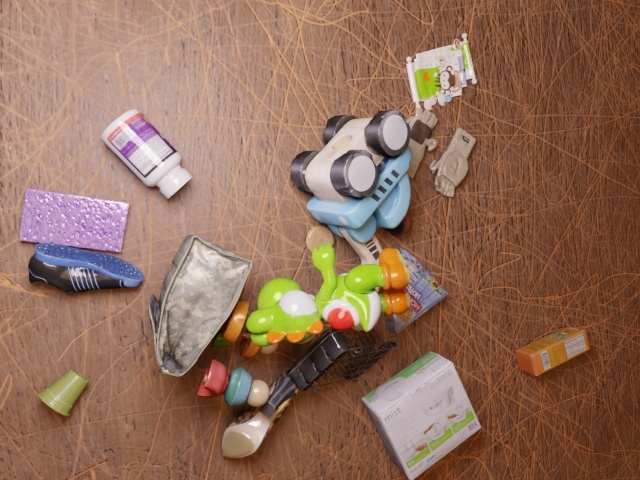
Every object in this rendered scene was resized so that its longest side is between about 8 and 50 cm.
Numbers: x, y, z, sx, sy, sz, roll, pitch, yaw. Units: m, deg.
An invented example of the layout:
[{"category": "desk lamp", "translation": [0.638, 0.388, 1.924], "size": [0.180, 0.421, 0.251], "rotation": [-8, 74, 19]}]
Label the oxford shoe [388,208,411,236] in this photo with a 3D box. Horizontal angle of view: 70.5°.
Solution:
[{"category": "oxford shoe", "translation": [0.207, -0.120, 1.275], "size": [0.076, 0.076, 0.213], "rotation": [-19, 97, -47]}]

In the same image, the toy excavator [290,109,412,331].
[{"category": "toy excavator", "translation": [0.112, -0.044, 1.168], "size": [0.433, 0.222, 0.445], "rotation": [-50, 123, -20]}]

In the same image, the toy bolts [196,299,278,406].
[{"category": "toy bolts", "translation": [-0.167, 0.267, 1.053], "size": [0.158, 0.218, 0.229], "rotation": [22, 56, -15]}]

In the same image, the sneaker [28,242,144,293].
[{"category": "sneaker", "translation": [-0.529, 0.079, 1.027], "size": [0.232, 0.081, 0.091], "rotation": [20, 110, -25]}]

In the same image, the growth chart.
[{"category": "growth chart", "translation": [0.354, -0.485, 1.319], "size": [0.237, 0.021, 0.172], "rotation": [-25, 102, -15]}]

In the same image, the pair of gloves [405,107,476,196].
[{"category": "pair of gloves", "translation": [0.327, -0.254, 1.312], "size": [0.240, 0.042, 0.204], "rotation": [21, 83, -21]}]

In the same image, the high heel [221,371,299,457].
[{"category": "high heel", "translation": [-0.149, 0.454, 1.183], "size": [0.093, 0.186, 0.261], "rotation": [43, 114, 8]}]

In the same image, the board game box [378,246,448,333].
[{"category": "board game box", "translation": [0.235, 0.155, 1.293], "size": [0.194, 0.060, 0.194], "rotation": [46, 78, -16]}]

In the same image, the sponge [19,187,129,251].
[{"category": "sponge", "translation": [-0.554, -0.044, 1.029], "size": [0.209, 0.031, 0.117], "rotation": [8, 91, -20]}]

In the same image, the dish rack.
[{"category": "dish rack", "translation": [0.070, 0.301, 1.173], "size": [0.271, 0.074, 0.208], "rotation": [6, 134, -46]}]

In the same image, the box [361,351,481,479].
[{"category": "box", "translation": [0.289, 0.494, 1.295], "size": [0.261, 0.126, 0.231], "rotation": [-30, 101, -15]}]

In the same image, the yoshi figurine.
[{"category": "yoshi figurine", "translation": [0.005, 0.121, 1.025], "size": [0.361, 0.203, 0.204], "rotation": [-16, 83, -9]}]

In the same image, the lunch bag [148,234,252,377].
[{"category": "lunch bag", "translation": [-0.292, 0.141, 1.019], "size": [0.168, 0.235, 0.287], "rotation": [25, 84, -17]}]

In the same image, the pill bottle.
[{"category": "pill bottle", "translation": [-0.390, -0.192, 1.036], "size": [0.108, 0.108, 0.193], "rotation": [-45, 106, -11]}]

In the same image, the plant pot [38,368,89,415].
[{"category": "plant pot", "translation": [-0.573, 0.337, 1.026], "size": [0.083, 0.083, 0.079], "rotation": [45, 66, -16]}]

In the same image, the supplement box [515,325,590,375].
[{"category": "supplement box", "translation": [0.754, 0.356, 1.473], "size": [0.233, 0.078, 0.080], "rotation": [-16, 95, -18]}]

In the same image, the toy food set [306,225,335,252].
[{"category": "toy food set", "translation": [0.000, 0.000, 1.225], "size": [0.083, 0.020, 0.083], "rotation": [22, 86, -18]}]
